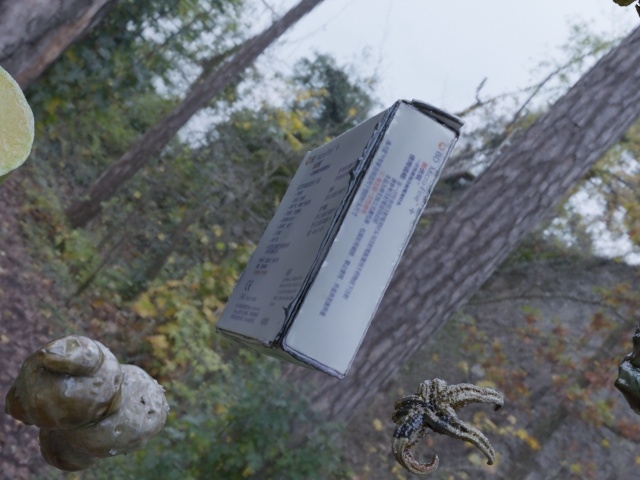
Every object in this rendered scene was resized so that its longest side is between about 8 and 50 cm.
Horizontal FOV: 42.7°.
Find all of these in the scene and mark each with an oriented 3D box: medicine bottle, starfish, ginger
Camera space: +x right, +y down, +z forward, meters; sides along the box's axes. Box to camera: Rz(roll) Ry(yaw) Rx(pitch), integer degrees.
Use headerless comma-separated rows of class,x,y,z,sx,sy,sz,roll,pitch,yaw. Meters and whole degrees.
medicine bottle,0.000,0.000,0.549,0.052,0.171,0.201,29,-12,-14
starfish,0.165,0.226,1.074,0.190,0.146,0.074,-76,143,-67
ginger,-0.412,0.280,1.426,0.375,0.256,0.176,82,-7,-56

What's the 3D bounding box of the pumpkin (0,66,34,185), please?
pumpkin,-0.601,-0.145,1.174,0.332,0.199,0.332,22,41,-20

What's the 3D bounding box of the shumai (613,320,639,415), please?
shumai,0.481,0.141,0.940,0.263,0.309,0.304,10,-38,32

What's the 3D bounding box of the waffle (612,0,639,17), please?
waffle,0.432,-0.439,0.997,0.325,0.302,0.068,52,13,-9
